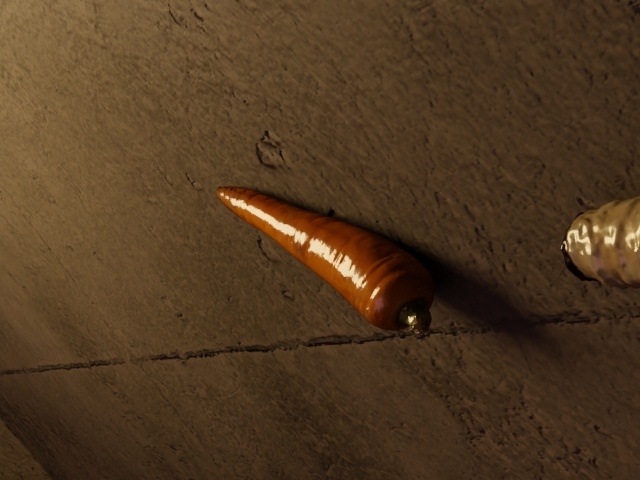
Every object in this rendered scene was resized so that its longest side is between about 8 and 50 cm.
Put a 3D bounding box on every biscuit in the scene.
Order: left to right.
[{"bbox_3d":[0.219,-0.001,0.503,0.061,0.055,0.219,22,166,-32],"label":"biscuit"}]

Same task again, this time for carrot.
[{"bbox_3d":[0.000,0.000,0.803,0.256,0.061,0.061,35,149,40],"label":"carrot"}]
